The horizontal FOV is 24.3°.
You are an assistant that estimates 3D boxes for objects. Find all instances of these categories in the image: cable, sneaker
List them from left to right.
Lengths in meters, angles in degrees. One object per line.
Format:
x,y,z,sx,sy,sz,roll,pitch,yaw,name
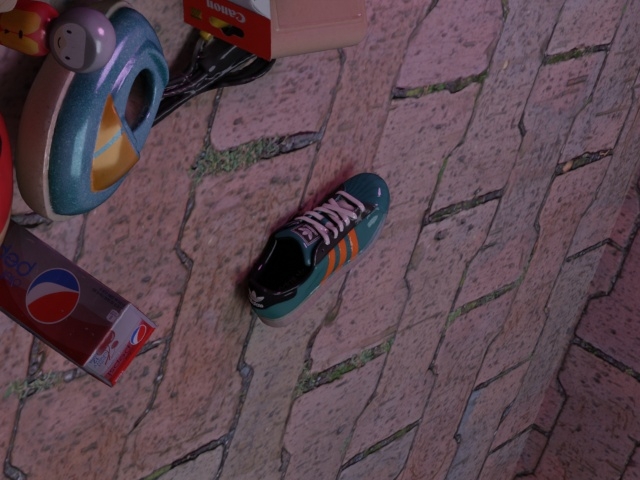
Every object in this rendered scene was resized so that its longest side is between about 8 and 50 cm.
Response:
-0.162,-0.221,1.911,0.287,0.072,0.139,-39,148,-14,cable
0.000,0.000,2.335,0.302,0.108,0.121,-50,156,-13,sneaker

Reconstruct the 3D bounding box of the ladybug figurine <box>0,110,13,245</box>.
-0.437,-0.079,1.451,0.305,0.162,0.449,-53,153,-11,ladybug figurine

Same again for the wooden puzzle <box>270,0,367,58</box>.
-0.021,-0.363,1.932,0.221,0.044,0.239,-18,108,-52,wooden puzzle

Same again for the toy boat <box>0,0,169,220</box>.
-0.255,-0.162,1.626,0.318,0.148,0.268,64,44,-65,toy boat

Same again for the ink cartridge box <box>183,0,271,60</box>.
-0.128,-0.300,1.760,0.045,0.145,0.179,-41,147,-37,ink cartridge box

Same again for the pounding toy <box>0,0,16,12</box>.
-0.301,-0.291,1.411,0.269,0.155,0.154,-24,132,4,pounding toy

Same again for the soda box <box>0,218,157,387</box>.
-0.316,0.055,1.682,0.092,0.263,0.083,-54,153,-8,soda box
